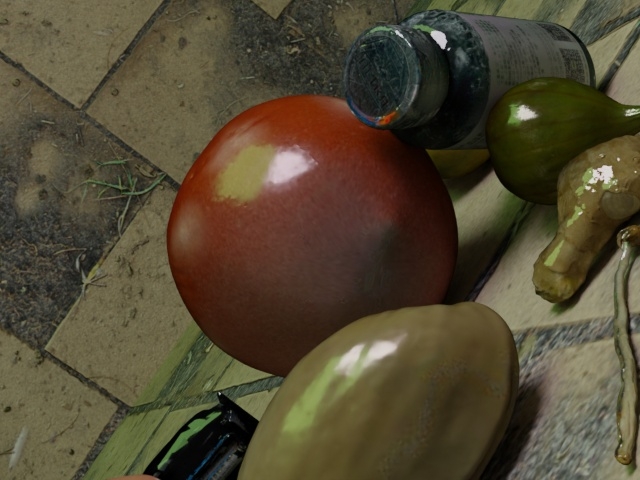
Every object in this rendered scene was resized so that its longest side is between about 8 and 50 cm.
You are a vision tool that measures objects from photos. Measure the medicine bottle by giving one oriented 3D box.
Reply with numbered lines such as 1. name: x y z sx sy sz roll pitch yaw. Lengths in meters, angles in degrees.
1. medicine bottle: 0.153 -0.164 1.315 0.293 0.141 0.141 -5 -32 -48

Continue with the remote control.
1. remote control: -0.200 0.368 1.501 0.399 0.144 0.062 -50 15 0

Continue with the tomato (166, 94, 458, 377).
1. tomato: 0.000 0.000 1.381 0.321 0.321 0.321 -51 10 12

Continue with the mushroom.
1. mushroom: 0.224 0.070 0.934 0.025 0.028 0.286 -2 33 17

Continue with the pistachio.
1. pistachio: 0.043 0.166 1.026 0.293 0.162 0.181 -50 53 -2

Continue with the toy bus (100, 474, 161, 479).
1. toy bus: -0.210 0.378 1.316 0.232 0.194 0.288 -24 34 14

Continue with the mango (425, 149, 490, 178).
1. mango: 0.169 -0.153 1.660 0.167 0.130 0.262 -59 5 -8

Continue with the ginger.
1. ginger: 0.228 -0.026 1.102 0.165 0.067 0.096 -52 31 5

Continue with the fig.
1. fig: 0.260 -0.106 1.175 0.236 0.124 0.124 -14 36 45
